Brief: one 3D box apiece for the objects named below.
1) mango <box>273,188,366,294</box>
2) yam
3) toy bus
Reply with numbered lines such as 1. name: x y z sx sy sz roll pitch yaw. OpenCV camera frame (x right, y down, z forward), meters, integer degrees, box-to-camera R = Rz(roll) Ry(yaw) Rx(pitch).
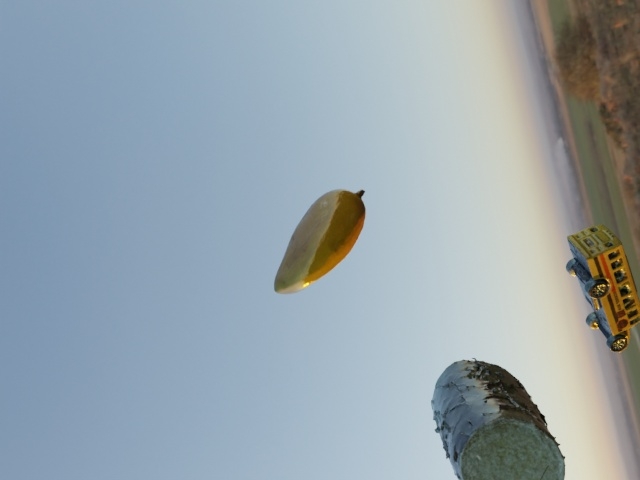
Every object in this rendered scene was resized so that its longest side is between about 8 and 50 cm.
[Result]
1. mango: 0.000 0.000 1.417 0.119 0.176 0.317 44 -102 -33
2. yam: 0.363 0.404 1.272 0.348 0.240 0.241 -48 -57 -83
3. toy bus: 0.712 0.124 1.506 0.336 0.122 0.121 58 -171 -29
